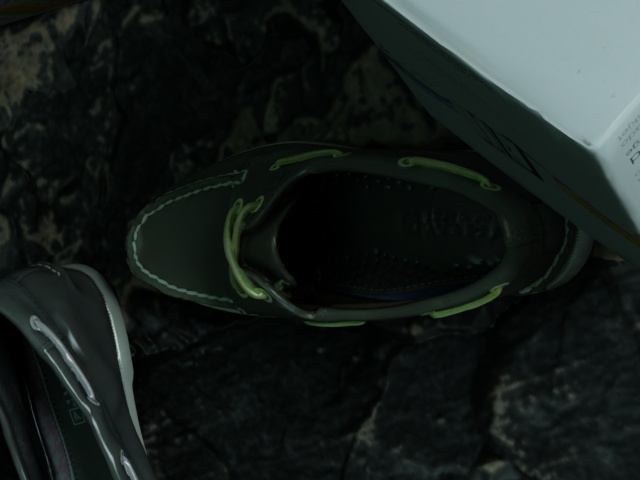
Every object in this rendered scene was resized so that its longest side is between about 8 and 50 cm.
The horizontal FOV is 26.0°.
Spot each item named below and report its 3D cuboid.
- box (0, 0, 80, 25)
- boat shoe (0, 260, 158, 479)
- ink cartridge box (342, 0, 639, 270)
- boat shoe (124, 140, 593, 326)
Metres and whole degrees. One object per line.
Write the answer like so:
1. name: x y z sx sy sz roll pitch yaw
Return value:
1. box: -0.271 -0.193 0.935 0.203 0.114 0.103 -10 91 31
2. boat shoe: -0.154 0.177 0.917 0.112 0.095 0.335 -23 83 32
3. ink cartridge box: 0.129 -0.111 0.599 0.168 0.232 0.171 41 93 25
4. boat shoe: 0.000 -0.005 0.802 0.305 0.091 0.109 -3 94 32
